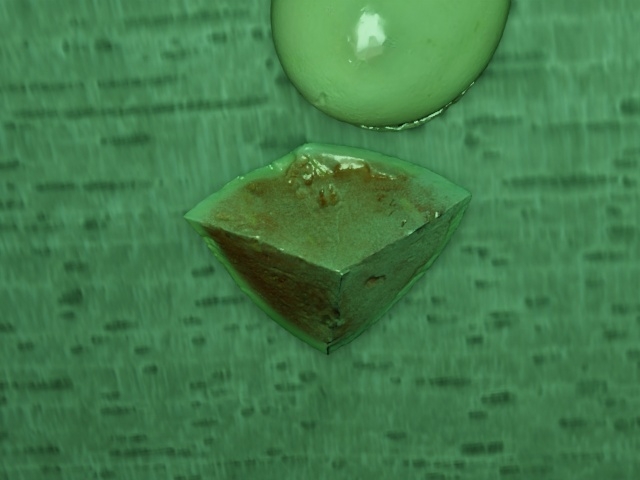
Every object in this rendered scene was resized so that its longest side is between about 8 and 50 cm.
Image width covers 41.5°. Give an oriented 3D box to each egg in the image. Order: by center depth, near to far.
[{"bbox_3d":[0.079,-0.248,0.890,0.264,0.174,0.286,36,104,-10],"label":"egg"}]

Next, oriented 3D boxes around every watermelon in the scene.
[{"bbox_3d":[0.000,0.000,0.983,0.260,0.176,0.256,29,101,19],"label":"watermelon"}]
